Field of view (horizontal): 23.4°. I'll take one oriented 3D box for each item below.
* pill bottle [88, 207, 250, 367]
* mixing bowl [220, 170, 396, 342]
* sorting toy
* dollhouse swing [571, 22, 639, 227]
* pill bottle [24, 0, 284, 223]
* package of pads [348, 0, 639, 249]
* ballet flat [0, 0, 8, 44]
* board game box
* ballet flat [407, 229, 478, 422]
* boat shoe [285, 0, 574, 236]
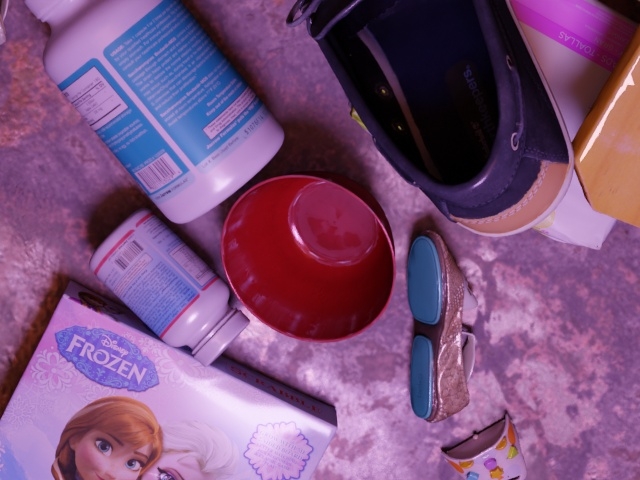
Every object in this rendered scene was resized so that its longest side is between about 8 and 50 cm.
[{"bbox_3d":[-0.150,0.049,1.557,0.160,0.087,0.087,44,98,2],"label":"pill bottle"},{"bbox_3d":[0.000,0.000,1.547,0.181,0.098,0.181,7,117,15],"label":"mixing bowl"},{"bbox_3d":[0.185,0.241,1.656,0.083,0.045,0.075,-31,121,5],"label":"sorting toy"},{"bbox_3d":[0.404,-0.197,1.477,0.347,0.315,0.305,18,129,-18],"label":"dollhouse swing"},{"bbox_3d":[-0.166,-0.157,1.494,0.146,0.146,0.264,-37,102,6],"label":"pill bottle"},{"bbox_3d":[0.198,-0.147,1.533,0.297,0.101,0.229,27,100,-7],"label":"package of pads"},{"bbox_3d":[-0.334,-0.271,1.518,0.052,0.057,0.168,-8,109,-29],"label":"ballet flat"},{"bbox_3d":[-0.193,0.253,1.626,0.319,0.066,0.318,26,100,-8],"label":"board game box"},{"bbox_3d":[0.129,0.087,1.611,0.067,0.073,0.206,-7,107,-29],"label":"ballet flat"},{"bbox_3d":[0.066,-0.233,1.399,0.187,0.156,0.500,-32,73,22],"label":"boat shoe"}]
